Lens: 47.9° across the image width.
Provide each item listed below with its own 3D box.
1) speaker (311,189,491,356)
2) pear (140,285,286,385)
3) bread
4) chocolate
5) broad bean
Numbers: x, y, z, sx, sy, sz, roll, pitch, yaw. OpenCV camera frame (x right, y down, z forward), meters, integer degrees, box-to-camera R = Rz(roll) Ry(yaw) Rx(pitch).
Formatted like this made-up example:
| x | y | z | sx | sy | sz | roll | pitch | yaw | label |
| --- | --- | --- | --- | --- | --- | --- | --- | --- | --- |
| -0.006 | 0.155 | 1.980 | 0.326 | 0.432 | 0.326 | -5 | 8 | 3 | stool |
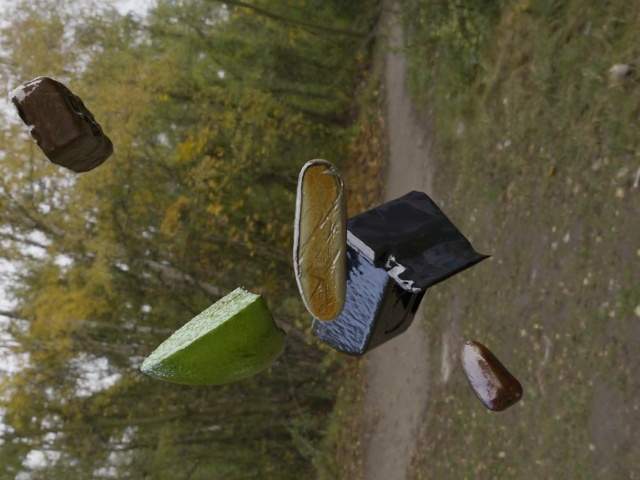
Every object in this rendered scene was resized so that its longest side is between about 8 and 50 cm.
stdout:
| x | y | z | sx | sy | sz | roll | pitch | yaw | label |
| --- | --- | --- | --- | --- | --- | --- | --- | --- | --- |
| 0.118 | 0.088 | 1.206 | 0.184 | 0.180 | 0.388 | 55 | 155 | 26 | speaker |
| -0.192 | 0.197 | 1.271 | 0.139 | 0.239 | 0.288 | 65 | 166 | -5 | pear |
| 0.000 | -0.001 | 0.952 | 0.053 | 0.073 | 0.214 | -89 | -3 | -82 | bread |
| -0.452 | -0.206 | 1.279 | 0.093 | 0.148 | 0.214 | -36 | 0 | -4 | chocolate |
| 0.337 | 0.271 | 1.460 | 0.114 | 0.084 | 0.165 | 84 | 160 | -50 | broad bean |
